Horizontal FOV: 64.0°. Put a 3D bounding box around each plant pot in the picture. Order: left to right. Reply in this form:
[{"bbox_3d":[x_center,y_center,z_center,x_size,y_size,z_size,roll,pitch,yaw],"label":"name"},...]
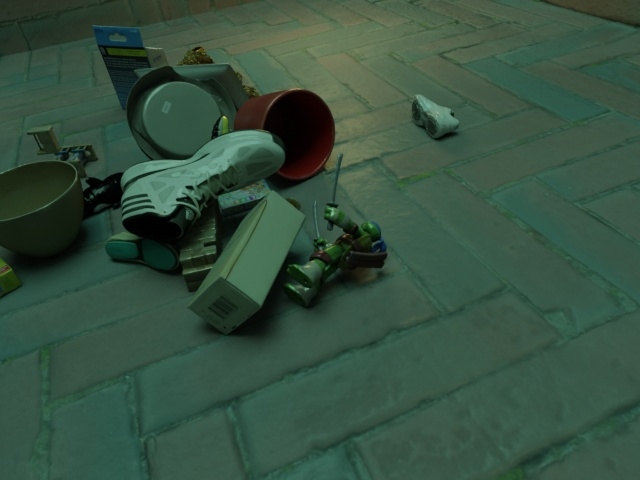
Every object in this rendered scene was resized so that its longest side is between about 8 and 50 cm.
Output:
[{"bbox_3d":[-0.774,-0.064,1.401,0.283,0.191,0.284,-4,39,4],"label":"plant pot"},{"bbox_3d":[-0.131,-0.344,1.606,0.274,0.275,0.243,-31,33,-26],"label":"plant pot"}]

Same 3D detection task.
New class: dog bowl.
[{"bbox_3d":[-0.451,-0.385,1.667,0.348,0.349,0.102,-30,3,-25],"label":"dog bowl"}]

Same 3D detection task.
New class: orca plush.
[{"bbox_3d":[-0.712,-0.153,1.575,0.287,0.102,0.151,-25,41,-20],"label":"orca plush"}]

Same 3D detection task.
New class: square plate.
[{"bbox_3d":[-0.442,-0.521,1.866,0.346,0.344,0.049,-1,76,9],"label":"square plate"}]

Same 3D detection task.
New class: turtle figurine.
[{"bbox_3d":[0.000,0.000,1.190,0.266,0.275,0.197,-45,17,-32],"label":"turtle figurine"}]

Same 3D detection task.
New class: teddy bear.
[{"bbox_3d":[-0.379,-0.583,1.936,0.245,0.338,0.113,18,87,21],"label":"teddy bear"}]

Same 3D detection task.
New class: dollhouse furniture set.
[{"bbox_3d":[-0.874,-0.321,1.750,0.128,0.184,0.129,-6,38,3],"label":"dollhouse furniture set"}]

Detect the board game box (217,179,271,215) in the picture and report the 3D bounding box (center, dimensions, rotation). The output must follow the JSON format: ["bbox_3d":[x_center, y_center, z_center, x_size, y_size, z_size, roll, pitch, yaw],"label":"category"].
[{"bbox_3d":[-0.226,-0.130,1.522,0.154,0.026,0.103,-18,40,-12],"label":"board game box"}]

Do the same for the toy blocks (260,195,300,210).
[{"bbox_3d":[-0.132,-0.058,1.393,0.123,0.054,0.148,5,40,15],"label":"toy blocks"}]

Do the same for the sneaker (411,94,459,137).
[{"bbox_3d":[0.394,-0.429,1.757,0.115,0.090,0.232,-11,47,-15],"label":"sneaker"}]

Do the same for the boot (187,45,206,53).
[{"bbox_3d":[-0.494,-0.663,2.093,0.104,0.211,0.295,-11,38,-3],"label":"boot"}]

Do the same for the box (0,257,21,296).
[{"bbox_3d":[-0.887,0.075,1.355,0.232,0.058,0.087,27,49,36],"label":"box"}]

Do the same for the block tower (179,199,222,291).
[{"bbox_3d":[-0.309,-0.018,1.345,0.097,0.091,0.336,-12,39,-6],"label":"block tower"}]

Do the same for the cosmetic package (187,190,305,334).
[{"bbox_3d":[-0.160,0.043,1.167,0.113,0.160,0.310,39,40,-15],"label":"cosmetic package"}]

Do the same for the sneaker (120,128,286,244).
[{"bbox_3d":[-0.285,-0.112,1.289,0.447,0.169,0.258,-17,47,1],"label":"sneaker"}]

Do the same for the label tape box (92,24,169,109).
[{"bbox_3d":[-0.741,-0.704,2.078,0.249,0.348,0.115,11,42,23],"label":"label tape box"}]

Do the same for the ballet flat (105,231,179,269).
[{"bbox_3d":[-0.449,0.020,1.339,0.248,0.086,0.086,10,42,23],"label":"ballet flat"}]

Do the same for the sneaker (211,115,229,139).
[{"bbox_3d":[-0.292,-0.289,1.626,0.094,0.209,0.081,-4,4,-25],"label":"sneaker"}]
